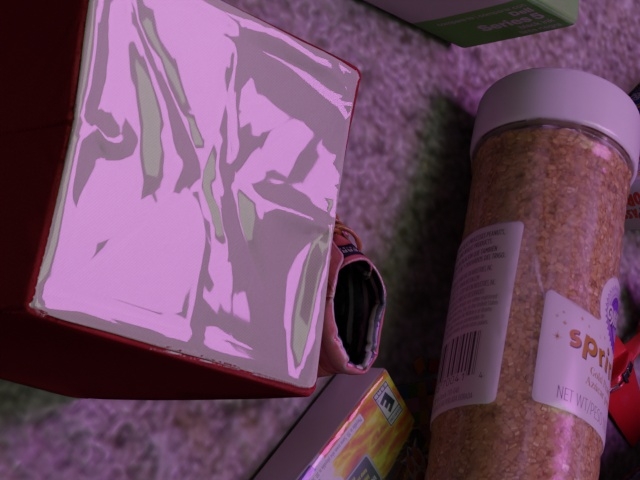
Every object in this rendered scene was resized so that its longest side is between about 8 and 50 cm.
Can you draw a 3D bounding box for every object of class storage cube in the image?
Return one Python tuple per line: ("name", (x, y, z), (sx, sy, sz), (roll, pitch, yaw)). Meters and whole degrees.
("storage cube", (-0.117, -0.024, 0.874), (0.215, 0.193, 0.184), (21, 71, -41))

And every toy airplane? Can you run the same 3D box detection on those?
("toy airplane", (0.249, 0.090, 1.353), (0.151, 0.028, 0.151), (3, 86, -46))

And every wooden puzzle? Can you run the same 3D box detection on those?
("wooden puzzle", (0.071, 0.123, 1.184), (0.049, 0.006, 0.083), (-5, 90, -46))

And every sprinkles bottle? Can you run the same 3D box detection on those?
("sprinkles bottle", (0.143, 0.055, 1.145), (0.121, 0.121, 0.355), (37, 52, -37))

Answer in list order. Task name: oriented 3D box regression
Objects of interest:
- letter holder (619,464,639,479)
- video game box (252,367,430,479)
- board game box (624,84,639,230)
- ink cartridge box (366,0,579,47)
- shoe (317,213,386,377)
("letter holder", (0.253, 0.259, 1.277), (0.302, 0.214, 0.152), (-25, 72, -43))
("video game box", (0.018, 0.218, 1.094), (0.205, 0.048, 0.187), (-49, 122, -37))
("board game box", (0.280, -0.076, 1.315), (0.193, 0.147, 0.045), (-42, 115, -38))
("ink cartridge box", (0.058, -0.270, 1.128), (0.273, 0.115, 0.198), (18, 74, -43))
("shoe", (0.000, 0.000, 1.069), (0.063, 0.081, 0.178), (5, 83, -45))
